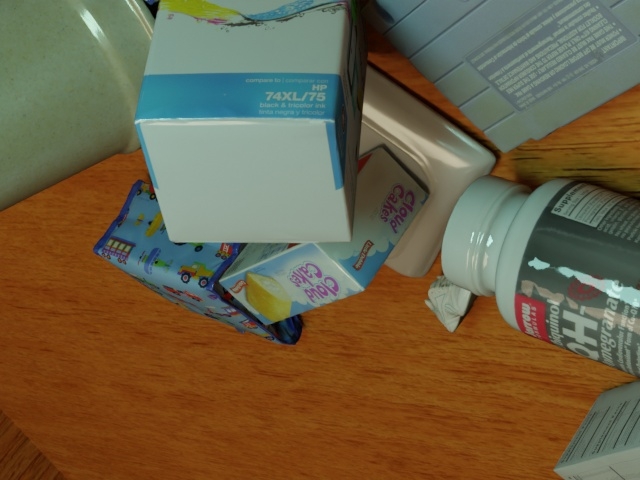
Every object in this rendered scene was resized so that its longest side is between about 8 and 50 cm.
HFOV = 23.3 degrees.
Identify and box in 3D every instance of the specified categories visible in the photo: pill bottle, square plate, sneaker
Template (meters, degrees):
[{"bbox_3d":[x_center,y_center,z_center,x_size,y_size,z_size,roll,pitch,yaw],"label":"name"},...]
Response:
[{"bbox_3d":[0.295,0.036,1.638,0.318,0.176,0.176,21,148,30],"label":"pill bottle"},{"bbox_3d":[0.019,-0.107,1.894,0.344,0.049,0.347,35,153,5],"label":"square plate"},{"bbox_3d":[0.168,0.068,1.980,0.061,0.053,0.152,38,154,7],"label":"sneaker"}]

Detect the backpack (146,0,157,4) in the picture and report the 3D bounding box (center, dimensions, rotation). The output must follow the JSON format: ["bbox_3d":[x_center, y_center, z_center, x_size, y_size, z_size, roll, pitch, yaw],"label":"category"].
[{"bbox_3d":[-0.162,-0.311,1.735,0.084,0.105,0.114,44,155,-11],"label":"backpack"}]

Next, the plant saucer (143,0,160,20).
[{"bbox_3d":[-0.145,-0.191,1.899,0.278,0.041,0.278,44,154,29],"label":"plant saucer"}]

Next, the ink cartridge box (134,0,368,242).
[{"bbox_3d":[-0.061,-0.162,1.603,0.197,0.270,0.198,0,144,7],"label":"ink cartridge box"}]

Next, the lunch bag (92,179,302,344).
[{"bbox_3d":[-0.163,0.065,2.318,0.221,0.138,0.293,17,156,31],"label":"lunch bag"}]

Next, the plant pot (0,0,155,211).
[{"bbox_3d":[-0.387,-0.181,1.916,0.334,0.305,0.334,39,153,25],"label":"plant pot"}]

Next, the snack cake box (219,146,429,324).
[{"bbox_3d":[0.000,0.000,1.862,0.089,0.152,0.264,44,153,-12],"label":"snack cake box"}]

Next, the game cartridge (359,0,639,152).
[{"bbox_3d":[0.205,-0.220,1.484,0.230,0.068,0.355,39,153,-11],"label":"game cartridge"}]

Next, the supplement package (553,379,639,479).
[{"bbox_3d":[0.419,0.251,1.868,0.139,0.134,0.244,42,153,-8],"label":"supplement package"}]
